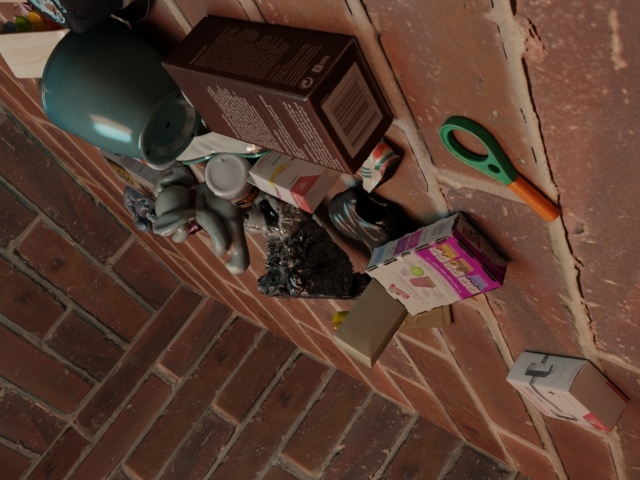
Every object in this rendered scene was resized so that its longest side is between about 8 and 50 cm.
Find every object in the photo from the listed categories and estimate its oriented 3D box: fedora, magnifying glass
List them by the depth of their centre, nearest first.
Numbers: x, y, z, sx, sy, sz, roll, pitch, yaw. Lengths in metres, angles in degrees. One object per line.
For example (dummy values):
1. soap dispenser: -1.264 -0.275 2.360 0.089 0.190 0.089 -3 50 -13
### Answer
1. magnifying glass: 0.280 -0.109 1.122 0.231 0.026 0.092 38 163 -6
2. fedora: -0.484 -0.511 1.352 0.334 0.152 0.334 33 163 11

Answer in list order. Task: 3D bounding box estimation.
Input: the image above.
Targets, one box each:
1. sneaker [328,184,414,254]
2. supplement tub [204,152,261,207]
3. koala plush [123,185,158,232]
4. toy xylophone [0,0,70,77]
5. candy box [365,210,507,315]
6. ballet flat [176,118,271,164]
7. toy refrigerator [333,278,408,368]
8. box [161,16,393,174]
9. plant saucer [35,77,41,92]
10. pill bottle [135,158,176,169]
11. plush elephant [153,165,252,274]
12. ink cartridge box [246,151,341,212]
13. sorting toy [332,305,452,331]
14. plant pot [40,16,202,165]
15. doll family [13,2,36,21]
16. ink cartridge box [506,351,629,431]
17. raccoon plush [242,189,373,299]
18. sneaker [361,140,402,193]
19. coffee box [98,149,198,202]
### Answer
1. sneaker: 0.147 -0.009 1.528 0.286 0.109 0.130 36 157 -6
2. supplement tub: -0.208 -0.147 1.792 0.117 0.117 0.190 33 180 12
3. koala plush: -0.554 -0.128 2.465 0.221 0.196 0.203 24 150 47
4. toy xylophone: -0.637 -0.469 1.644 0.322 0.081 0.236 11 139 20
5. candy box: 0.228 0.052 1.430 0.159 0.071 0.233 44 137 -21
6. ballet flat: -0.224 -0.253 1.611 0.139 0.139 0.400 46 157 -29
7. toy refrigerator: 0.148 0.149 1.646 0.102 0.269 0.094 31 162 17
8. box: -0.079 -0.259 1.250 0.381 0.143 0.191 21 157 39
9. plant saucer: -0.597 -0.396 1.883 0.278 0.041 0.278 4 159 1
10. pill bottle: -0.514 -0.291 2.050 0.221 0.121 0.121 27 161 31
11. plush elephant: -0.343 -0.076 2.010 0.255 0.272 0.330 -7 133 6
12. ink cartridge box: -0.070 -0.152 1.545 0.198 0.115 0.067 25 161 31
13. sorting toy: 0.176 0.180 1.834 0.307 0.041 0.229 -5 153 10
14. plant pot: -0.401 -0.298 1.535 0.255 0.272 0.272 32 163 19
15. doll family: -0.713 -0.511 1.863 0.263 0.118 0.163 43 162 -21
16. ink cartridge box: 0.561 0.342 1.650 0.158 0.092 0.218 42 164 -16
17. raccoon plush: 0.000 0.000 1.837 0.446 0.299 0.216 9 170 -44
18. sneaker: 0.101 -0.146 1.350 0.075 0.057 0.161 52 166 7
19. coffee box: -0.542 -0.218 2.305 0.297 0.119 0.168 30 161 22
